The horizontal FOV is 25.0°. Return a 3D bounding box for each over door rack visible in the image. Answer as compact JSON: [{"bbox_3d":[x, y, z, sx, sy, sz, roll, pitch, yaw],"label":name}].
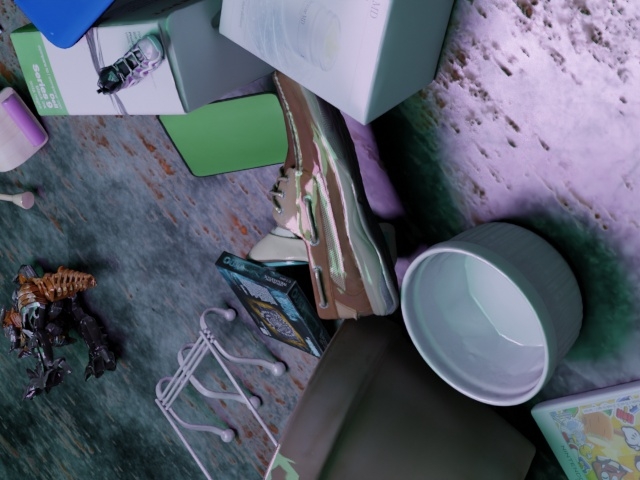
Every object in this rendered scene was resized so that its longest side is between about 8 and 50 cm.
[{"bbox_3d":[-0.119,0.288,2.134,0.324,0.108,0.239,64,145,23],"label":"over door rack"}]

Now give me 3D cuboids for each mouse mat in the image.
[{"bbox_3d":[-0.109,-0.129,1.790,0.190,0.152,0.007,66,-164,-64],"label":"mouse mat"}]

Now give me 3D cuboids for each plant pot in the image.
[{"bbox_3d":[0.103,0.285,1.806,0.280,0.323,0.323,26,135,10],"label":"plant pot"}]

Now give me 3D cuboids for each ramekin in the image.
[{"bbox_3d":[0.206,0.078,1.678,0.207,0.109,0.207,26,132,32],"label":"ramekin"}]

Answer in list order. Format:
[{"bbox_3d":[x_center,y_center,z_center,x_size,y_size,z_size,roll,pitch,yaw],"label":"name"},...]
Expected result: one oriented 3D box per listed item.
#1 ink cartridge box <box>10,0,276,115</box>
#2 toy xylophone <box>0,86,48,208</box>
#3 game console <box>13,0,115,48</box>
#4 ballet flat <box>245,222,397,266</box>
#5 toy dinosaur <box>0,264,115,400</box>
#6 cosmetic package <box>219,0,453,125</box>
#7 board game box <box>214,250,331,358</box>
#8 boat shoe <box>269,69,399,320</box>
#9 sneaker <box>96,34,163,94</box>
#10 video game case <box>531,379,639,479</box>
[{"bbox_3d":[-0.204,-0.242,1.782,0.289,0.211,0.122,5,118,44],"label":"ink cartridge box"},{"bbox_3d":[-0.564,-0.166,2.291,0.322,0.081,0.236,15,147,33],"label":"toy xylophone"},{"bbox_3d":[-0.267,-0.403,1.625,0.250,0.173,0.293,49,142,-7],"label":"game console"},{"bbox_3d":[0.000,0.000,1.868,0.248,0.086,0.086,4,120,42],"label":"ballet flat"},{"bbox_3d":[-0.445,0.130,2.353,0.322,0.164,0.218,124,124,-71],"label":"toy dinosaur"},{"bbox_3d":[0.023,-0.289,1.583,0.224,0.138,0.224,34,136,22],"label":"cosmetic package"},{"bbox_3d":[-0.057,0.092,1.956,0.126,0.026,0.186,21,156,32],"label":"board game box"},{"bbox_3d":[-0.005,-0.050,1.697,0.116,0.123,0.324,-17,101,9],"label":"boat shoe"},{"bbox_3d":[-0.220,-0.190,1.618,0.038,0.069,0.098,52,139,4],"label":"sneaker"},{"bbox_3d":[0.379,0.265,1.703,0.227,0.026,0.206,-22,100,50],"label":"video game case"}]
